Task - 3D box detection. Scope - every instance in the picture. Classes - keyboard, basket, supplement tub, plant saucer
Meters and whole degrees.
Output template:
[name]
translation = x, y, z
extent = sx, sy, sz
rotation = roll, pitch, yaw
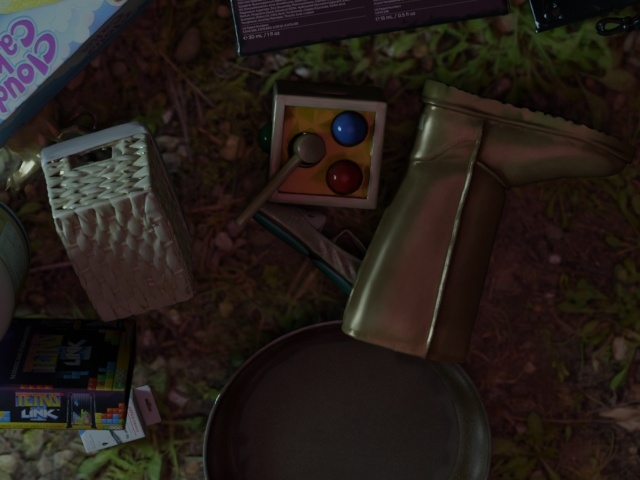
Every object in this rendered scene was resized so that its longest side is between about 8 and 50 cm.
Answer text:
[keyboard]
translation = 0.290, -0.250, 1.458
extent = 0.180, 0.023, 0.108
rotation = -14, 95, 24
[basket]
translation = -0.196, -0.014, 1.470
extent = 0.113, 0.103, 0.167
rotation = -16, 132, 1
[supplement tub]
translation = -0.364, 0.040, 1.455
extent = 0.144, 0.199, 0.144
rotation = -1, 108, -3
[plant saucer]
translation = 0.028, 0.223, 1.620
extent = 0.311, 0.050, 0.310
rotation = -1, 109, -4

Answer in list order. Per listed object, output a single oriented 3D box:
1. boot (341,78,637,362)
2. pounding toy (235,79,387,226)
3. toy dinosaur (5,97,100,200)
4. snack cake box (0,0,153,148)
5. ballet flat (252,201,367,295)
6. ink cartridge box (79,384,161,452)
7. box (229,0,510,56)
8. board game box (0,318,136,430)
[boot]
translation = 0.169, -0.006, 1.514
extent = 0.236, 0.089, 0.269
rotation = 16, 96, 1
[pounding toy]
translation = -0.011, -0.084, 1.489
extent = 0.141, 0.100, 0.130
rotation = 4, 108, -5
[toy dinosaur]
translation = -0.269, -0.115, 1.488
extent = 0.093, 0.053, 0.183
rotation = 11, 107, -6
[snack cake box]
translation = -0.289, -0.212, 1.419
extent = 0.264, 0.089, 0.152
rotation = -43, 90, 10
[ballet flat]
translation = 0.000, 0.000, 1.550
extent = 0.168, 0.057, 0.052
rotation = 40, 79, -20
[ink cartridge box]
translation = -0.217, 0.191, 1.604
extent = 0.083, 0.028, 0.048
rotation = -16, 109, 1
[box]
translation = 0.035, -0.292, 1.423
extent = 0.261, 0.103, 0.184
rotation = -9, 112, 0
[board game box]
translation = -0.260, 0.131, 1.507
extent = 0.141, 0.170, 0.048
rotation = 2, 110, -5
